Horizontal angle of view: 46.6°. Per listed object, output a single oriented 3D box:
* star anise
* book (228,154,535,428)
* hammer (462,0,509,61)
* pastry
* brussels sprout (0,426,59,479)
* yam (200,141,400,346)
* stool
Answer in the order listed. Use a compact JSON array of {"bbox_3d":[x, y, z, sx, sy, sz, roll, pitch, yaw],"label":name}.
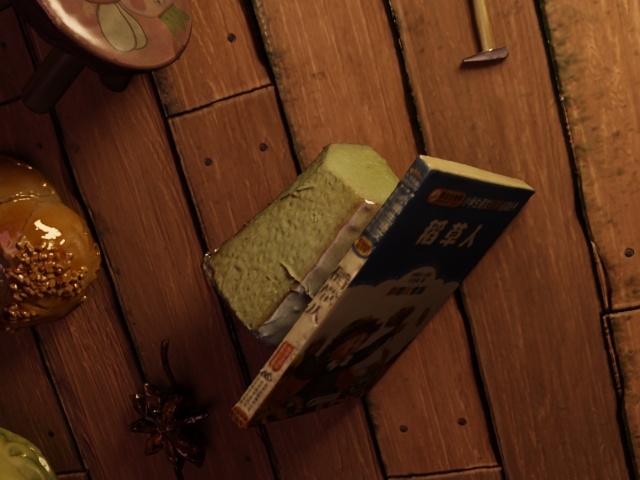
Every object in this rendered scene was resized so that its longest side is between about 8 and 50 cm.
[{"bbox_3d":[-0.242,0.291,1.250,0.177,0.073,0.234,42,129,10],"label":"star anise"},{"bbox_3d":[0.088,0.078,0.990,0.039,0.300,0.428,48,116,28],"label":"book"},{"bbox_3d":[0.200,-0.335,0.981,0.062,0.013,0.199,-10,102,18],"label":"hammer"},{"bbox_3d":[-0.520,0.009,1.209,0.311,0.162,0.255,43,110,-1],"label":"pastry"},{"bbox_3d":[-0.690,0.517,1.301,0.361,0.342,0.425,28,100,-1],"label":"brussels sprout"},{"bbox_3d":[0.004,0.002,1.038,0.271,0.201,0.202,-52,57,22],"label":"yam"},{"bbox_3d":[-0.330,-0.319,1.021,0.178,0.272,0.272,-27,97,37],"label":"stool"}]
